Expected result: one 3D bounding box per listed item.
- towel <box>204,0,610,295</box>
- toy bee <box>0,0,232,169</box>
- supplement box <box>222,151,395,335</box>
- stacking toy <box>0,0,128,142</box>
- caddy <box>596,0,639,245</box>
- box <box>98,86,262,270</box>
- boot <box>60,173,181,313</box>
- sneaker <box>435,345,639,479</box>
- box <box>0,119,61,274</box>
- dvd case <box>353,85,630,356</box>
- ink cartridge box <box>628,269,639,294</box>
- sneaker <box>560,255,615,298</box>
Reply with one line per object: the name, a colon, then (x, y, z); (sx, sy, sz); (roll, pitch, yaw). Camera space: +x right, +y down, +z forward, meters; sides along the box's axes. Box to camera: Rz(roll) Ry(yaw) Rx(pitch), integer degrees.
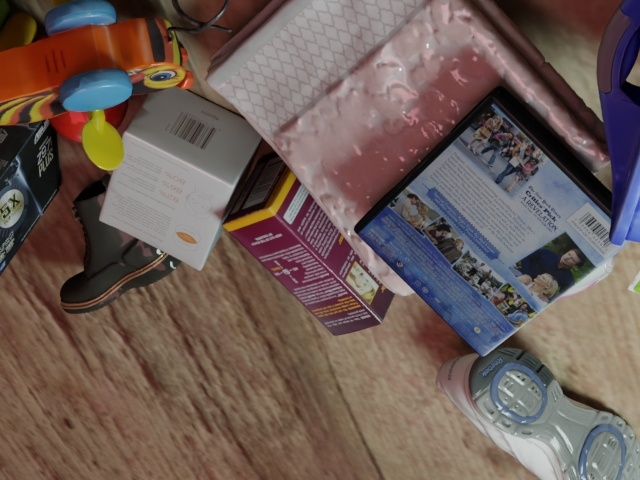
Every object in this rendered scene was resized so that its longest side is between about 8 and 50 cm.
towel: (0.072, -0.122, 1.665); (0.317, 0.053, 0.332); (47, 140, -5)
toy bee: (-0.200, -0.165, 1.749); (0.298, 0.195, 0.162); (4, 173, 22)
supplement box: (0.000, 0.000, 1.879); (0.081, 0.104, 0.188); (-18, 125, 45)
stacking toy: (-0.351, -0.204, 1.838); (0.330, 0.141, 0.141); (29, 144, -10)
caddy: (0.309, -0.134, 1.405); (0.179, 0.241, 0.341); (16, 142, 8)
box: (-0.151, -0.070, 1.899); (0.130, 0.091, 0.170); (27, 144, 0)
boot: (-0.267, 0.001, 2.089); (0.198, 0.077, 0.137); (-27, 115, 33)
sneaker: (0.253, 0.213, 2.007); (0.297, 0.111, 0.129); (44, 163, -23)
box: (-0.368, -0.058, 1.976); (0.078, 0.180, 0.147); (20, 143, 12)
dvd case: (0.157, -0.012, 1.631); (0.180, 0.022, 0.253); (45, 138, 0)
ink cartridge box: (0.444, 0.023, 1.635); (0.255, 0.097, 0.189); (27, 145, 3)
sneaker: (0.196, 0.016, 1.771); (0.111, 0.103, 0.252); (2, -174, -36)
